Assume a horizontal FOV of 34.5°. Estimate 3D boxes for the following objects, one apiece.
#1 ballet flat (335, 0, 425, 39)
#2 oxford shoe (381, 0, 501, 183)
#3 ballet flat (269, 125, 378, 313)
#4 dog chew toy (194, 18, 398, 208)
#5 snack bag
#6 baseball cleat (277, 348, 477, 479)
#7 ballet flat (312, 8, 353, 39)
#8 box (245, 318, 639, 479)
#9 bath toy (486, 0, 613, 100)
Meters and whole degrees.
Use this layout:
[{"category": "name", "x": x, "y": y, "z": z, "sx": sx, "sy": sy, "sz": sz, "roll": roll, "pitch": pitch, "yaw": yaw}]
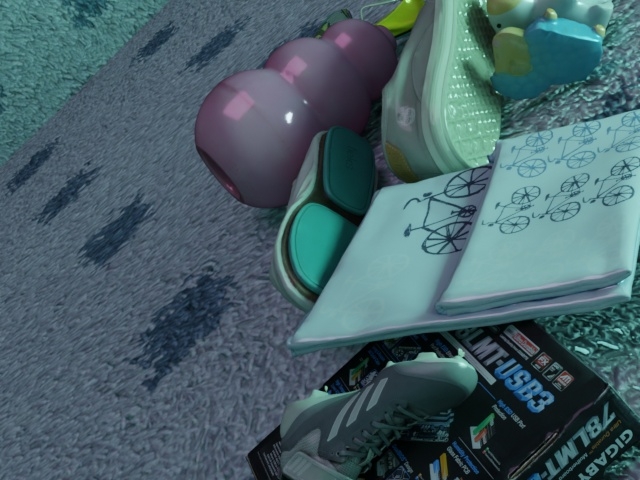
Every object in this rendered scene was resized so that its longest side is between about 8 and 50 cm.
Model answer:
[{"category": "ballet flat", "x": 0.067, "y": -0.333, "z": 1.668, "sx": 0.231, "sy": 0.077, "sz": 0.077, "roll": -27, "pitch": 14, "yaw": 9}, {"category": "oxford shoe", "x": 0.168, "y": -0.243, "z": 1.342, "sx": 0.130, "sy": 0.169, "sz": 0.449, "roll": -22, "pitch": 38, "yaw": 40}, {"category": "ballet flat", "x": 0.000, "y": 0.000, "z": 1.277, "sx": 0.139, "sy": 0.139, "sz": 0.400, "roll": -31, "pitch": 24, "yaw": 24}, {"category": "dog chew toy", "x": -0.022, "y": -0.200, "z": 1.512, "sx": 0.332, "sy": 0.206, "sz": 0.206, "roll": -41, "pitch": 25, "yaw": -11}, {"category": "snack bag", "x": 0.156, "y": -0.015, "z": 1.025, "sx": 0.342, "sy": 0.037, "sz": 0.323, "roll": -12, "pitch": 28, "yaw": 30}, {"category": "baseball cleat", "x": 0.046, "y": 0.163, "z": 0.861, "sx": 0.206, "sy": 0.072, "sz": 0.109, "roll": -27, "pitch": 43, "yaw": 40}, {"category": "ballet flat", "x": 0.012, "y": -0.324, "z": 1.769, "sx": 0.079, "sy": 0.077, "sz": 0.221, "roll": 11, "pitch": 45, "yaw": 39}, {"category": "box", "x": 0.091, "y": 0.181, "z": 0.908, "sx": 0.293, "sy": 0.073, "sz": 0.295, "roll": -42, "pitch": 25, "yaw": 0}, {"category": "bath toy", "x": 0.299, "y": -0.327, "z": 1.330, "sx": 0.129, "sy": 0.151, "sz": 0.348, "roll": 112, "pitch": 180, "yaw": -49}]
